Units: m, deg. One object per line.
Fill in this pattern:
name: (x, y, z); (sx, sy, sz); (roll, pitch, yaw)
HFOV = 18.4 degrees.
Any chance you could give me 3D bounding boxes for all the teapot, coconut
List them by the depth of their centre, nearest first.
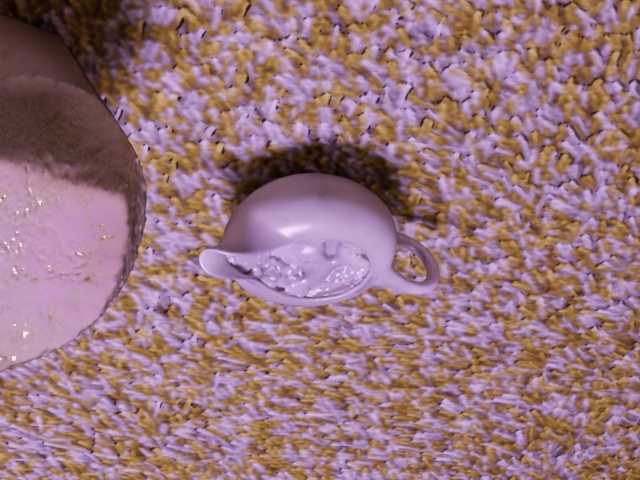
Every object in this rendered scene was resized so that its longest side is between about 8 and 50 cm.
coconut: (-0.259, -0.042, 1.455); (0.239, 0.244, 0.239); (-13, 123, -21)
teapot: (0.000, 0.000, 1.670); (0.226, 0.092, 0.145); (9, 144, -22)
